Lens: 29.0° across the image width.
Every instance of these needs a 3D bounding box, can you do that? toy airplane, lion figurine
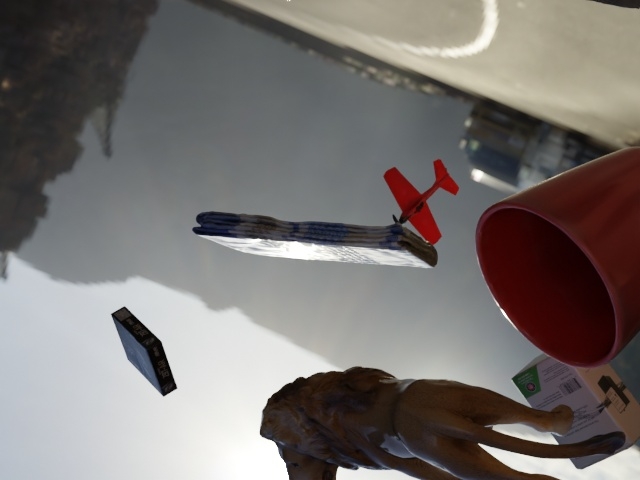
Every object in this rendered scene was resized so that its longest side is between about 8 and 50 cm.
[{"bbox_3d":[0.167,-0.068,1.966,0.151,0.151,0.028,19,167,-33],"label":"toy airplane"},{"bbox_3d":[0.102,0.187,1.241,0.240,0.142,0.392,22,157,-17],"label":"lion figurine"}]

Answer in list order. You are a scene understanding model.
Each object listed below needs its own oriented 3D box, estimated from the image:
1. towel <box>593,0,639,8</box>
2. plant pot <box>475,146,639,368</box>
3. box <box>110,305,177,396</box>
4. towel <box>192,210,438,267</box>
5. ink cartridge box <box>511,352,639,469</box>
[{"bbox_3d":[0.393,-0.447,1.574,0.312,0.324,0.056,1,-140,-22],"label":"towel"},{"bbox_3d":[0.398,0.007,1.739,0.243,0.275,0.275,-32,-143,-24],"label":"plant pot"},{"bbox_3d":[-0.182,0.114,1.277,0.018,0.067,0.083,-30,-141,-22],"label":"box"},{"bbox_3d":[0.000,0.000,1.605,0.285,0.034,0.209,4,172,19],"label":"towel"},{"bbox_3d":[0.471,0.291,2.234,0.087,0.153,0.208,-32,-95,-42],"label":"ink cartridge box"}]
